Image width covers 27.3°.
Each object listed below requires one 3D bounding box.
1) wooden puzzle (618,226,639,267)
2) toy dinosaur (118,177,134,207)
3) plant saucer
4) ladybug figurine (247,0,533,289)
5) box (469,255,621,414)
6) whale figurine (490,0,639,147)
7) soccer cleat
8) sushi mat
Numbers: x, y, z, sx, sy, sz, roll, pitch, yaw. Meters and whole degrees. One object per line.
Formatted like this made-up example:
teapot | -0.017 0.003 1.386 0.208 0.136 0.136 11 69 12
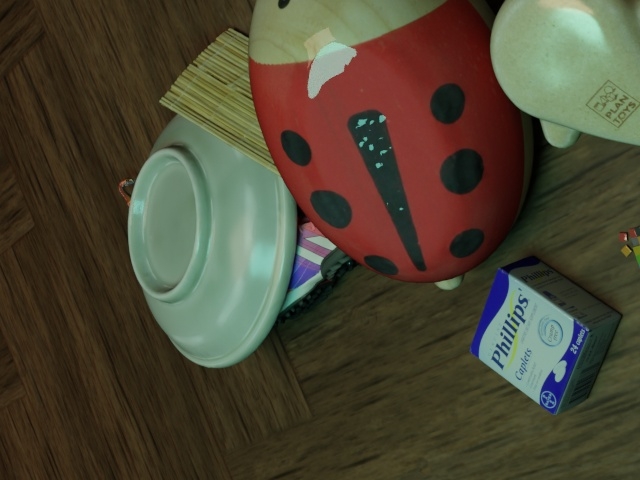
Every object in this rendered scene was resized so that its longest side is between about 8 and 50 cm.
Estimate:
wooden puzzle | 0.362 0.006 1.435 0.083 0.006 0.049 -21 87 47
toy dinosaur | -0.284 -0.056 2.040 0.082 0.090 0.047 40 122 -13
plant saucer | -0.179 -0.021 1.838 0.400 0.100 0.401 -4 85 55
ladybug figurine | 0.078 -0.124 1.463 0.305 0.162 0.449 -18 115 19
box | 0.258 0.109 1.528 0.137 0.072 0.126 37 126 33
whale figurine | 0.310 -0.180 1.363 0.272 0.141 0.216 37 131 1
soccer cleat | 0.000 0.000 1.735 0.116 0.108 0.318 60 139 11
sushi mat | -0.065 -0.173 1.734 0.316 0.151 0.019 33 164 35
